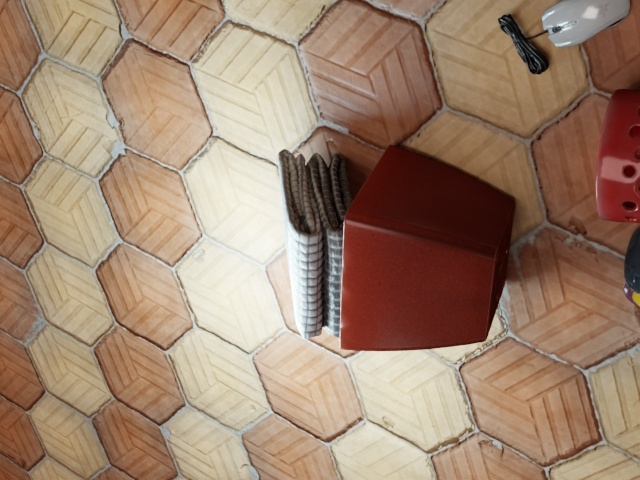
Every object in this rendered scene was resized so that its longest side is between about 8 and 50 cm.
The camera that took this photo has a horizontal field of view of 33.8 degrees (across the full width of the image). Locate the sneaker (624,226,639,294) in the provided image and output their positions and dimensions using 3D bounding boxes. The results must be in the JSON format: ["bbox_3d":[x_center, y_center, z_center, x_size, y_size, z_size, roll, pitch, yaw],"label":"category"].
[{"bbox_3d":[0.545,0.038,1.518,0.131,0.319,0.112,8,91,-7],"label":"sneaker"}]

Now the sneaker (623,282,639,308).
[{"bbox_3d":[0.555,0.111,1.636,0.186,0.084,0.069,21,127,23],"label":"sneaker"}]

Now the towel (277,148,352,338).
[{"bbox_3d":[0.000,0.000,1.857,0.121,0.283,0.235,-6,126,-4],"label":"towel"}]

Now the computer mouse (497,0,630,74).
[{"bbox_3d":[0.359,-0.319,1.543,0.193,0.042,0.106,-23,101,42],"label":"computer mouse"}]

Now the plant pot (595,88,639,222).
[{"bbox_3d":[0.491,-0.113,1.482,0.174,0.191,0.191,7,121,21],"label":"plant pot"}]

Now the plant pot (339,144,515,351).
[{"bbox_3d":[0.186,0.029,1.748,0.236,0.267,0.267,11,123,16],"label":"plant pot"}]
